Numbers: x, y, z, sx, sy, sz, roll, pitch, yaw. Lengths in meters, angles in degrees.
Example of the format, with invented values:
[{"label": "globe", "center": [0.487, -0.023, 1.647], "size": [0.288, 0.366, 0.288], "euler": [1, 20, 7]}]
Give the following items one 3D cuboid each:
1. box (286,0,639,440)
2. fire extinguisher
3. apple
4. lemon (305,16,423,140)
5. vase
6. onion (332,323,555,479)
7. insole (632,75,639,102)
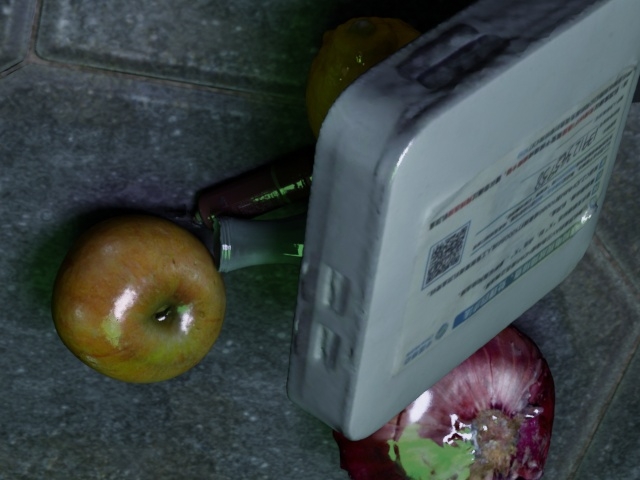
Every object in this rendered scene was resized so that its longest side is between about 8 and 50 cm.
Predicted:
[{"label": "box", "center": [0.137, -0.045, 1.803], "size": [0.111, 0.396, 0.396], "euler": [35, 139, 26]}, {"label": "fire extinguisher", "center": [-0.070, -0.040, 1.999], "size": [0.157, 0.045, 0.078], "euler": [-22, 153, 15]}, {"label": "apple", "center": [-0.185, 0.058, 1.995], "size": [0.182, 0.155, 0.182], "euler": [-11, 112, -30]}, {"label": "lemon", "center": [0.055, -0.137, 1.845], "size": [0.142, 0.142, 0.187], "euler": [-7, 140, 4]}, {"label": "vase", "center": [0.000, 0.000, 1.977], "size": [0.214, 0.086, 0.086], "euler": [-2, 134, -13]}, {"label": "onion", "center": [0.129, 0.187, 2.121], "size": [0.252, 0.219, 0.252], "euler": [-1, 92, -23]}, {"label": "insole", "center": [0.336, -0.187, 1.905], "size": [0.053, 0.002, 0.153], "euler": [16, 131, -17]}]
